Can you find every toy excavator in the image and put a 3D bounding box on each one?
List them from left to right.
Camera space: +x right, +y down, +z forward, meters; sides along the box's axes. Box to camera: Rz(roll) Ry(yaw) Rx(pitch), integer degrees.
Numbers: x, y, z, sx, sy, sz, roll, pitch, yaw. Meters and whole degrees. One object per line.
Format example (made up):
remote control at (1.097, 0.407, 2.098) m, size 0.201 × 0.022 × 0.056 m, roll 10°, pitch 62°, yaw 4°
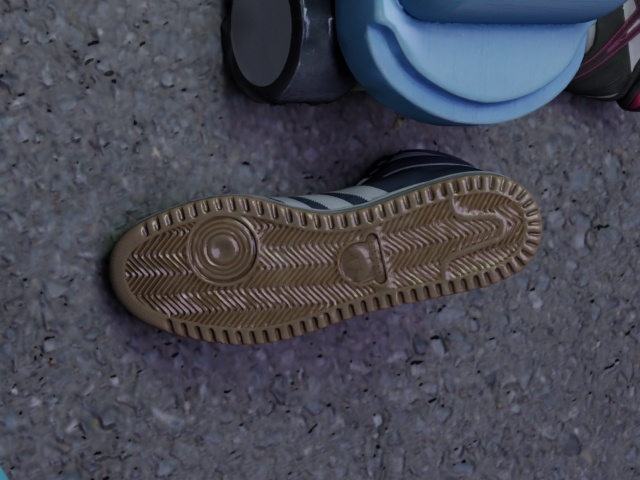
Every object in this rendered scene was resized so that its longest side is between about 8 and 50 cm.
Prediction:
toy excavator at (0.143, -0.287, 1.127) m, size 0.222 × 0.445 × 0.433 m, roll -3°, pitch 94°, yaw -34°

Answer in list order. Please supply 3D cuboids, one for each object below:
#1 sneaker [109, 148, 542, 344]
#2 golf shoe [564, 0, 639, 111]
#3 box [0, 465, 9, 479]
sneaker at (0.000, 0.000, 1.265) m, size 0.282 × 0.153 × 0.099 m, roll -8°, pitch 100°, yaw -2°
golf shoe at (0.235, -0.202, 1.323) m, size 0.120 × 0.273 × 0.105 m, roll 7°, pitch 44°, yaw -18°
box at (-0.286, 0.073, 1.090) m, size 0.100 × 0.060 × 0.244 m, roll -37°, pitch 111°, yaw -27°
